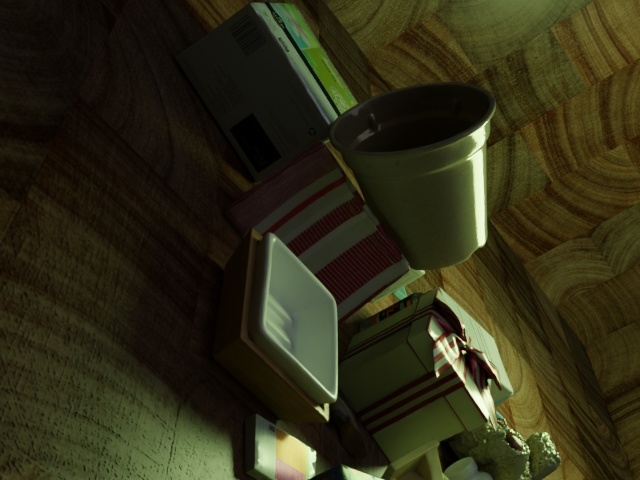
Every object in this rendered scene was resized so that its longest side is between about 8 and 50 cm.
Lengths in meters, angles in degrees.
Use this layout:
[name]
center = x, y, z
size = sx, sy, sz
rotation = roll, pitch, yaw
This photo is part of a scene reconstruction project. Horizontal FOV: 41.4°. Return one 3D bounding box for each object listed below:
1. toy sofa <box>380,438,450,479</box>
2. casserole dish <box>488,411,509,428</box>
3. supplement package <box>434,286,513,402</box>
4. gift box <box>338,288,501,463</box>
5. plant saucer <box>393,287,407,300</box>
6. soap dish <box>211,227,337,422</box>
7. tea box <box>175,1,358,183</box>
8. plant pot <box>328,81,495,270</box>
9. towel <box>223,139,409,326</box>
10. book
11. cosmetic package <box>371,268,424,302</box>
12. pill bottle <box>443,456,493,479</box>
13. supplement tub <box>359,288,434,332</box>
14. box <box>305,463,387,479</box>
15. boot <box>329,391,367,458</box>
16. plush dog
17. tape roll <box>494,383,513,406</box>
[toy sofa]
center = 0.243, 0.538, 1.455
size = 0.362, 0.177, 0.150
rotation = 42, 33, 27
[casserole dish]
center = 0.470, 0.512, 2.309
size = 0.188, 0.037, 0.114
rotation = 40, 27, -43
[supplement package]
center = 0.303, 0.280, 2.040
size = 0.293, 0.178, 0.175
rotation = 41, 26, -41
[gift box]
center = 0.209, 0.281, 1.705
size = 0.255, 0.258, 0.276
rotation = 54, 20, -13
[plant saucer]
center = 0.195, 0.078, 2.305
size = 0.067, 0.018, 0.192
rotation = 37, 31, -45
[soap dish]
center = -0.074, 0.147, 1.434
size = 0.229, 0.118, 0.290
rotation = 48, 23, -28
[tea box]
center = -0.099, -0.343, 1.915
size = 0.329, 0.220, 0.323
rotation = 57, 20, -6
[plant pot]
center = 0.214, -0.119, 1.743
size = 0.333, 0.334, 0.305
rotation = -82, 159, -60
[towel]
center = 0.000, 0.000, 1.660
size = 0.329, 0.237, 0.037
rotation = 54, -3, -15
[book]
center = -0.062, 0.343, 1.313
size = 0.144, 0.035, 0.096
rotation = 44, 28, -35
[cosmetic package]
center = 0.093, 0.025, 1.938
size = 0.309, 0.160, 0.113
rotation = 34, 31, -51
[pill bottle]
center = 0.346, 0.570, 1.839
size = 0.184, 0.103, 0.103
rotation = 59, 20, 0
[supplement tub]
center = 0.191, 0.191, 1.884
size = 0.117, 0.190, 0.117
rotation = 49, 22, -27
[box]
center = 0.063, 0.501, 1.175
size = 0.279, 0.177, 0.289
rotation = 35, 31, -50
[boot]
center = 0.053, 0.339, 1.578
size = 0.118, 0.042, 0.087
rotation = 61, 11, -15
[plush dog]
center = 0.393, 0.495, 1.977
size = 0.263, 0.210, 0.225
rotation = 18, 18, -44
[tape roll]
center = 0.436, 0.356, 2.339
size = 0.219, 0.072, 0.219
rotation = 46, 14, -14
